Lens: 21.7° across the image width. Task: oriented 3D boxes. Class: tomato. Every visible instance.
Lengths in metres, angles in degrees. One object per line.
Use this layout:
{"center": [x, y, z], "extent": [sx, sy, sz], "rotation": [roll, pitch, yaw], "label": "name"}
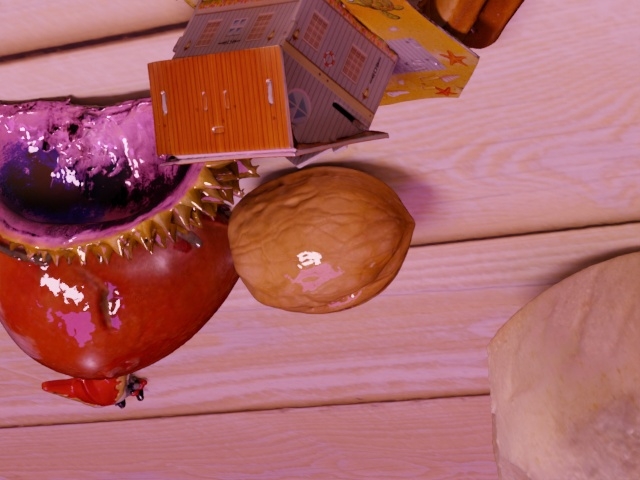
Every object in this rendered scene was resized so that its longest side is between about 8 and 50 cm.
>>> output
{"center": [-0.224, 0.059, 1.698], "extent": [0.309, 0.170, 0.309], "rotation": [5, 157, 2], "label": "tomato"}

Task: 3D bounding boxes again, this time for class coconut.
{"center": [0.349, 0.209, 1.720], "extent": [0.344, 0.415, 0.415], "rotation": [-8, 157, 2], "label": "coconut"}

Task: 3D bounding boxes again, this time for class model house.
{"center": [-0.016, -0.101, 1.222], "extent": [0.219, 0.136, 0.207], "rotation": [2, 152, 47], "label": "model house"}

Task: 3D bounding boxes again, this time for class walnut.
{"center": [0.000, 0.000, 1.558], "extent": [0.180, 0.144, 0.144], "rotation": [-6, 156, 14], "label": "walnut"}

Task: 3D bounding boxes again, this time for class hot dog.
{"center": [0.109, -0.177, 1.201], "extent": [0.072, 0.055, 0.188], "rotation": [-21, 169, -16], "label": "hot dog"}

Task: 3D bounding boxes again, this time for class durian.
{"center": [-0.171, -0.057, 1.497], "extent": [0.260, 0.154, 0.186], "rotation": [0, -176, 30], "label": "durian"}

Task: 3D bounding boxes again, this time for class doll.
{"center": [-0.283, 0.188, 2.191], "extent": [0.109, 0.057, 0.169], "rotation": [-17, 168, 12], "label": "doll"}
